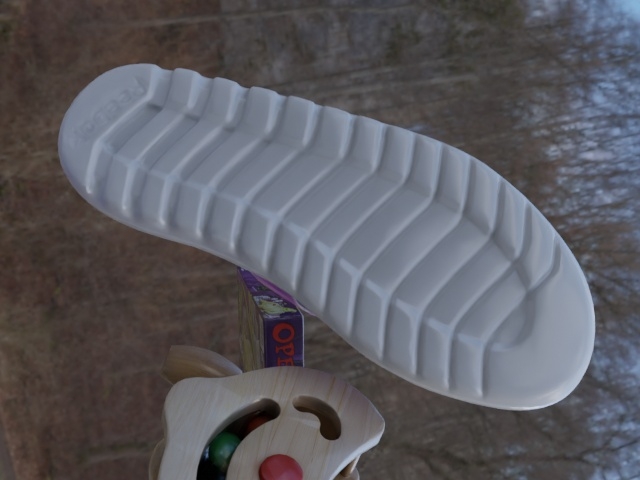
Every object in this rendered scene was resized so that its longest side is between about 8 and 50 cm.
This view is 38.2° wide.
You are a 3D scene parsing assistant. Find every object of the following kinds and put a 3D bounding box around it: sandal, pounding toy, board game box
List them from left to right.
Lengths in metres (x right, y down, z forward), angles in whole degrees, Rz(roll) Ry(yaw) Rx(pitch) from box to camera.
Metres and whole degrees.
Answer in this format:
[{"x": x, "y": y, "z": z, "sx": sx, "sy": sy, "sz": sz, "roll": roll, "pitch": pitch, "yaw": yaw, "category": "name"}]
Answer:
[{"x": -0.047, "y": 0.190, "z": 0.648, "sx": 0.269, "sy": 0.154, "sz": 0.155, "roll": -93, "pitch": -163, "yaw": -50, "category": "pounding toy"}, {"x": -0.058, "y": 0.220, "z": 1.055, "sx": 0.208, "sy": 0.056, "sz": 0.347, "roll": -142, "pitch": -130, "yaw": -68, "category": "board game box"}, {"x": 0.008, "y": -0.013, "z": 0.692, "sx": 0.416, "sy": 0.169, "sz": 0.102, "roll": 28, "pitch": -17, "yaw": 7, "category": "sandal"}]
